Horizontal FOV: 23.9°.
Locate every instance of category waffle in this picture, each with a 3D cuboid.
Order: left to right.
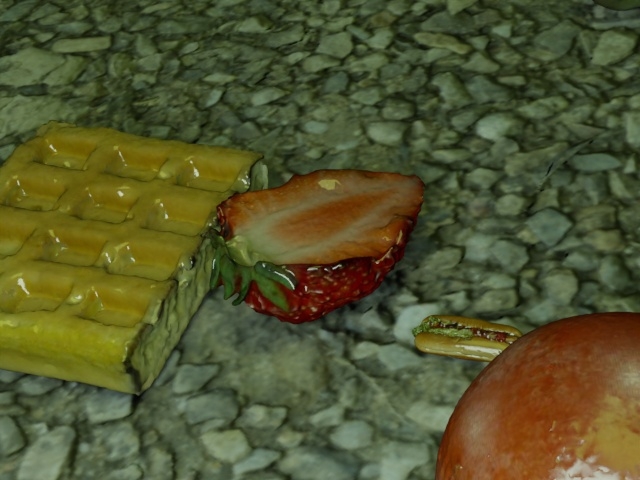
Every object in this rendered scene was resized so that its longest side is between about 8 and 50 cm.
[{"bbox_3d":[-0.186,0.007,1.198,0.221,0.055,0.248,9,45,23],"label":"waffle"}]

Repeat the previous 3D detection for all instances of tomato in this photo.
[{"bbox_3d":[0.168,0.139,0.841,0.208,0.208,0.184,-5,48,8],"label":"tomato"}]

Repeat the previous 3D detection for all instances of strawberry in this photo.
[{"bbox_3d":[0.000,0.000,1.144,0.187,0.082,0.146,-26,47,-25],"label":"strawberry"}]

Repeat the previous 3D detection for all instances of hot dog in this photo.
[{"bbox_3d":[0.104,0.068,1.083,0.083,0.021,0.037,6,42,18],"label":"hot dog"}]

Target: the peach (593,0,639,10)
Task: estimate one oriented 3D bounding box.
[{"bbox_3d":[0.272,-0.248,1.362,0.083,0.083,0.083,-7,40,6],"label":"peach"}]
